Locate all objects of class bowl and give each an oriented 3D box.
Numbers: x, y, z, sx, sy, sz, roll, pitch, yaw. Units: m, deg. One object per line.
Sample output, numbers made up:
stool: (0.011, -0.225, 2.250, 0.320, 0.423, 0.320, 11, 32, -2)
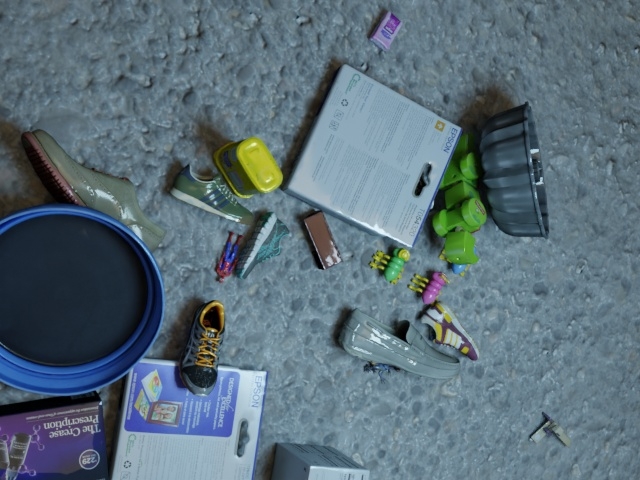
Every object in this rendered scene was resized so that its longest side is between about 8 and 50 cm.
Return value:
bowl: (-0.501, 0.112, 1.520, 0.391, 0.077, 0.391, -5, 110, -13)

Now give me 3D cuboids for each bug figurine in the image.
bug figurine: (0.255, 0.034, 1.895, 0.279, 0.072, 0.216, 33, 79, -20)

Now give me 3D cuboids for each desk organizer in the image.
desk organizer: (0.000, 0.000, 1.803, 0.050, 0.047, 0.130, -25, 100, -18)

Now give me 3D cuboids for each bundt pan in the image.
bundt pan: (0.461, -0.157, 1.877, 0.124, 0.331, 0.330, -9, 95, 20)

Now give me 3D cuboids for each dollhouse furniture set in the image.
dollhouse furniture set: (0.606, 0.528, 2.047, 0.081, 0.091, 0.114, -44, 109, 0)

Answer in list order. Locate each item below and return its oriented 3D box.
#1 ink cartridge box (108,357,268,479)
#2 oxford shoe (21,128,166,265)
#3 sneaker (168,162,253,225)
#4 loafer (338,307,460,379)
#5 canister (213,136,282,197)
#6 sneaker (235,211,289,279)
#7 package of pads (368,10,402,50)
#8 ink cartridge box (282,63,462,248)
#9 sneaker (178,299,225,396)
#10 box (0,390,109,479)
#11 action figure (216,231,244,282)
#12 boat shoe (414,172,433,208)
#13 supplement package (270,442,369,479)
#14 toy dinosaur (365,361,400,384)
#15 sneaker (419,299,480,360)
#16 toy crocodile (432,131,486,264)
ink cartridge box: (-0.284, 0.412, 1.680, 0.307, 0.072, 0.303, 10, 85, -24)
oxford shoe: (-0.454, -0.100, 1.584, 0.130, 0.123, 0.348, -46, 116, -20)
sneaker: (-0.222, -0.103, 1.692, 0.192, 0.064, 0.086, 22, 97, -18)
loafer: (0.199, 0.246, 1.849, 0.319, 0.112, 0.111, 19, 99, -21)
canister: (-0.154, -0.154, 1.671, 0.073, 0.170, 0.126, -36, 103, -18)
sneaker: (-0.125, 0.021, 1.745, 0.076, 0.065, 0.166, 35, 79, -23)
package of pads: (0.156, -0.498, 1.871, 0.050, 0.032, 0.083, 35, 78, -22)
ink cartridge box: (0.123, -0.190, 1.822, 0.330, 0.071, 0.324, 27, 80, -13)
sneaker: (-0.242, 0.220, 1.642, 0.084, 0.083, 0.215, 13, 58, -23)
box: (-0.561, 0.415, 1.547, 0.261, 0.103, 0.184, -6, 95, -22)
action figure: (-0.202, 0.039, 1.730, 0.038, 0.030, 0.115, 21, 84, -26)
boat shoe: (0.236, -0.128, 1.877, 0.038, 0.046, 0.125, -6, 61, -21)
supplement package: (-0.020, 0.599, 1.714, 0.145, 0.204, 0.261, 12, 86, -23)
toy dinosaur: (0.151, 0.300, 1.873, 0.082, 0.047, 0.090, -13, 85, -40)
sneaker: (0.317, 0.237, 1.932, 0.084, 0.069, 0.185, -37, 104, -1)
toy crocodile: (0.340, -0.105, 1.872, 0.105, 0.115, 0.340, 26, 55, -36)
